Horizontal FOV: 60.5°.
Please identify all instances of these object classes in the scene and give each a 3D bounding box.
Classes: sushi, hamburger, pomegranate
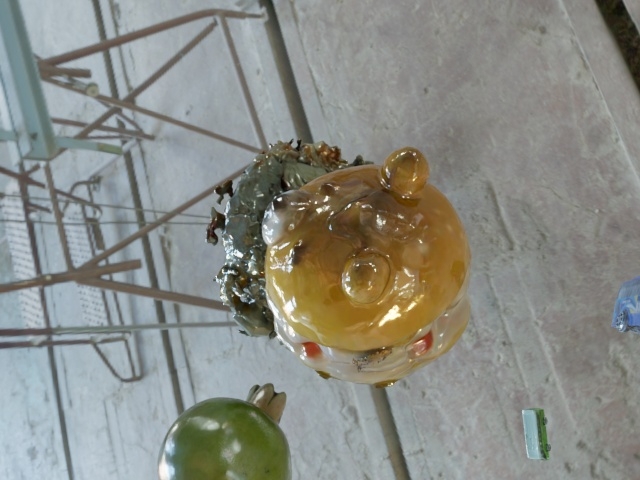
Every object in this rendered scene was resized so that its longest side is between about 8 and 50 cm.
[{"bbox_3d":[-0.004,0.001,0.972,0.176,0.417,0.417,-39,65,54],"label":"sushi"},{"bbox_3d":[0.053,0.028,0.673,0.276,0.237,0.276,-5,57,8],"label":"hamburger"},{"bbox_3d":[-0.112,0.276,0.728,0.179,0.179,0.210,8,59,36],"label":"pomegranate"}]

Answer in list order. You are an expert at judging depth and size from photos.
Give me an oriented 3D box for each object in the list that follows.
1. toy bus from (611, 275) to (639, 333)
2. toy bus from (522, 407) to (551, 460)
[{"bbox_3d":[0.477,0.092,0.751,0.079,0.236,0.094,18,85,13],"label":"toy bus"},{"bbox_3d":[0.364,0.328,0.928,0.031,0.037,0.083,-15,72,45],"label":"toy bus"}]
